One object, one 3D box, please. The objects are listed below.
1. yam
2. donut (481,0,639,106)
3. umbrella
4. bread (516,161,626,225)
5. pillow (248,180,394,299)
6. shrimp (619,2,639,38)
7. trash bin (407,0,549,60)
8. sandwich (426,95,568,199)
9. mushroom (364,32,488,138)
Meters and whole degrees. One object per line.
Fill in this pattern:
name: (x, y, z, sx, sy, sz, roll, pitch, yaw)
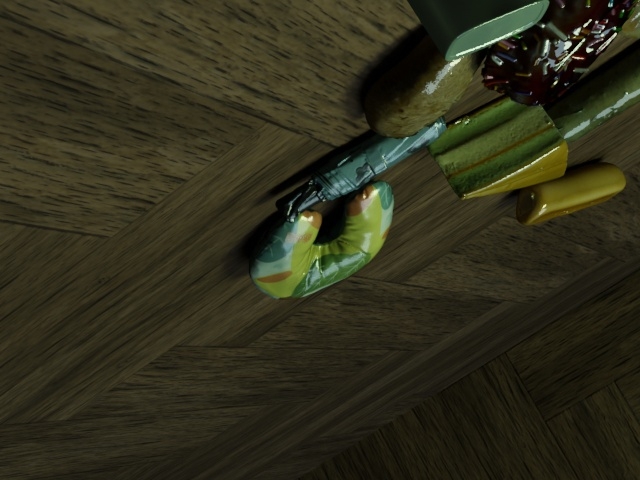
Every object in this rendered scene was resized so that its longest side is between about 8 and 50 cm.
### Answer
yam: (0.498, -0.265, 1.768, 0.371, 0.083, 0.083, -34, 162, 22)
donut: (0.282, -0.248, 1.377, 0.235, 0.089, 0.235, -44, 166, -13)
umbrella: (0.052, -0.103, 1.572, 0.250, 0.052, 0.053, -31, -163, 5)
bread: (0.456, -0.090, 2.197, 0.239, 0.074, 0.092, -16, 166, -34)
pillow: (0.000, 0.000, 1.750, 0.233, 0.086, 0.214, -19, 150, -21)
shrimp: (0.470, -0.324, 1.615, 0.223, 0.047, 0.126, -6, 142, -48)
trash bin: (0.137, -0.252, 1.141, 0.116, 0.130, 0.059, -25, 163, -14)
sandwich: (0.253, -0.119, 1.725, 0.187, 0.117, 0.144, -28, 160, -6)
mushroom: (0.116, -0.183, 1.404, 0.094, 0.072, 0.209, 0, 148, -47)
